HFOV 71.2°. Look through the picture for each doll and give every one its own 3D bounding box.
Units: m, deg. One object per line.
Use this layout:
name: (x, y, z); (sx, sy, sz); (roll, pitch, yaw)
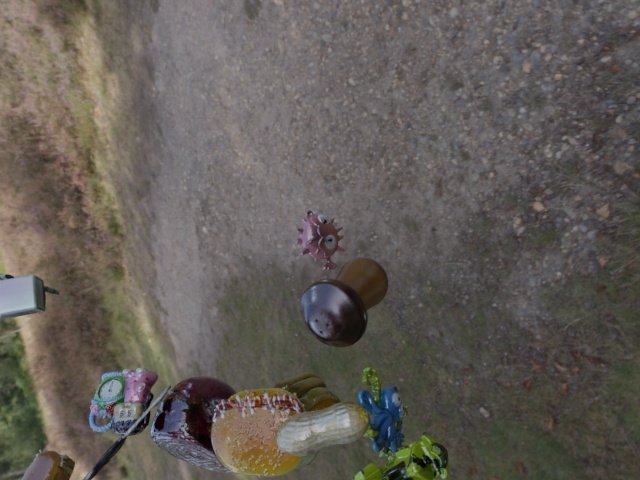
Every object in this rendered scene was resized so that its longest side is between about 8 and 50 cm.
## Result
doll: (0.260, 0.684, 1.754); (0.098, 0.341, 0.346); (-24, 105, 26)
doll: (0.000, 0.000, 1.835); (0.093, 0.211, 0.262); (-22, 84, 69)

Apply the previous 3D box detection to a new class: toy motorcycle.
toy motorcycle: (0.259, 0.696, 1.347); (0.142, 0.341, 0.206); (57, 151, 28)

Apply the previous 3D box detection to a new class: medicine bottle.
medicine bottle: (-0.638, 0.119, 0.918); (0.055, 0.117, 0.074); (128, 130, -70)

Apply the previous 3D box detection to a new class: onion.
onion: (-0.384, 0.607, 1.516); (0.336, 0.260, 0.282); (34, 132, -16)

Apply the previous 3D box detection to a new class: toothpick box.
toothpick box: (0.074, 0.163, 1.240); (0.191, 0.294, 0.192); (12, 115, 27)

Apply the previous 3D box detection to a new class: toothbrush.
toothbrush: (-0.784, 0.122, 1.217); (0.257, 0.024, 0.018); (93, 173, -74)

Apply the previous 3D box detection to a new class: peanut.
peanut: (0.003, 0.399, 0.945); (0.087, 0.206, 0.087); (-18, -90, -83)

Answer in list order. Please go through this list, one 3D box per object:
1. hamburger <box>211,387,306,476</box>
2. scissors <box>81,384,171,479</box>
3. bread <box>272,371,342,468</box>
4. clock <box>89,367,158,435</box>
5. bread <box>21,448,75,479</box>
hamburger: (-0.169, 0.538, 1.262); (0.294, 0.151, 0.227); (-8, 69, 11)
scissors: (-0.486, 0.489, 1.127); (0.022, 0.300, 0.109); (42, 154, 0)
bread: (-0.088, 0.665, 1.774); (0.210, 0.300, 0.341); (51, 173, -22)
clock: (-0.624, 0.517, 1.415); (0.100, 0.193, 0.196); (83, 180, -48)
bread: (-0.978, 0.867, 1.556); (0.136, 0.241, 0.107); (0, 140, 19)
